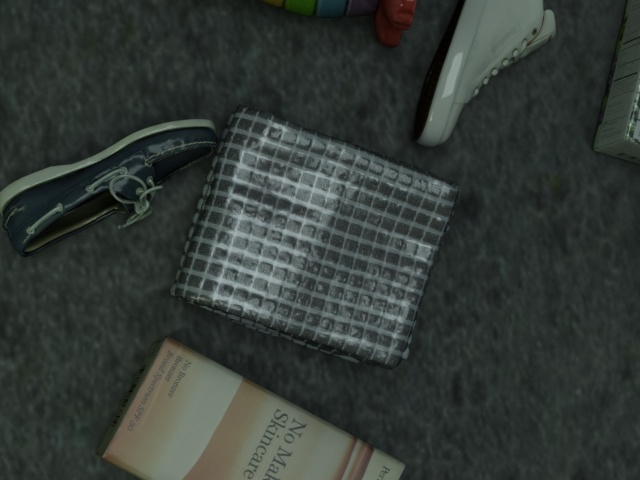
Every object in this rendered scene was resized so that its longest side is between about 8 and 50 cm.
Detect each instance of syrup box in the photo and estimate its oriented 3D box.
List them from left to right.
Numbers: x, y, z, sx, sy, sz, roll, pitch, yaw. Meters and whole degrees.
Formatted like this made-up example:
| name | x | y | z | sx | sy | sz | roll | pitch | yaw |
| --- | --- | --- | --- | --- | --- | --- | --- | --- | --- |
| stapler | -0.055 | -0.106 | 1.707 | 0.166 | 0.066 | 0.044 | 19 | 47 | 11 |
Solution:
| name | x | y | z | sx | sy | sz | roll | pitch | yaw |
| --- | --- | --- | --- | --- | --- | --- | --- | --- | --- |
| syrup box | 0.409 | -0.212 | 1.762 | 0.093 | 0.096 | 0.237 | 16 | 82 | -12 |

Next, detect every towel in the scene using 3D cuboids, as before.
| name | x | y | z | sx | sy | sz | roll | pitch | yaw |
| --- | --- | --- | --- | --- | --- | --- | --- | --- | --- |
| towel | 0.000 | 0.000 | 1.648 | 0.283 | 0.121 | 0.235 | 18 | 83 | -10 |

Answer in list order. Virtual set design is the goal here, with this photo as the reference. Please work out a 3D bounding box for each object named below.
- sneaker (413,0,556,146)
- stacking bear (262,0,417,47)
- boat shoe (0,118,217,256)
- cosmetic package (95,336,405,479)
| name | x | y | z | sx | sy | sz | roll | pitch | yaw |
| --- | --- | --- | --- | --- | --- | --- | --- | --- | --- |
| sneaker | 0.205 | -0.227 | 1.715 | 0.123 | 0.106 | 0.290 | 25 | 80 | -6 |
| stacking bear | -0.038 | -0.325 | 1.654 | 0.289 | 0.175 | 0.164 | 7 | 86 | -4 |
| boat shoe | -0.224 | -0.058 | 1.610 | 0.254 | 0.095 | 0.079 | -21 | 68 | -11 |
| cosmetic package | -0.079 | 0.237 | 1.609 | 0.296 | 0.129 | 0.153 | 28 | 79 | -9 |
